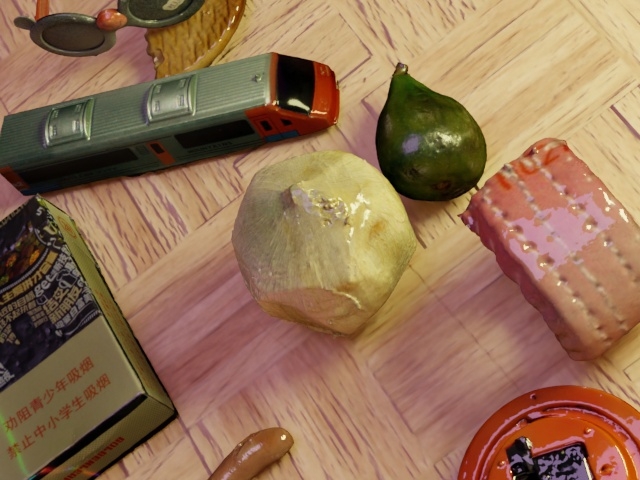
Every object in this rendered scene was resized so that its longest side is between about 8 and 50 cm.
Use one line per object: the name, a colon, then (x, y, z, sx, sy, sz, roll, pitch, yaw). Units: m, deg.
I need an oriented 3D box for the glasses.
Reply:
glasses: (-0.250, -0.360, 1.760, 0.234, 0.118, 0.268, -20, 58, 23)

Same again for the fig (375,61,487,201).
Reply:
fig: (0.105, -0.115, 1.528, 0.117, 0.117, 0.177, -31, 42, 9)

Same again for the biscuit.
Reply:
biscuit: (-0.152, -0.289, 1.761, 0.144, 0.033, 0.224, -21, 58, 16)

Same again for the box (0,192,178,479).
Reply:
box: (-0.312, 0.124, 1.618, 0.198, 0.084, 0.310, -37, 57, 6)

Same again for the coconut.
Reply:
coconut: (0.002, -0.003, 1.467, 0.194, 0.194, 0.194, -10, 64, 21)

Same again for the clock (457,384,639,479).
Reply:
clock: (0.222, 0.231, 1.343, 0.205, 0.051, 0.205, -9, 65, 21)

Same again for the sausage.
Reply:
sausage: (-0.102, 0.257, 1.487, 0.186, 0.043, 0.043, -47, 57, -1)

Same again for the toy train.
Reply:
toy train: (-0.180, -0.138, 1.677, 0.409, 0.089, 0.086, -11, 58, 21)

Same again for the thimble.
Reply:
thimble: (0.233, 0.011, 1.372, 0.125, 0.163, 0.189, -38, 71, 5)
